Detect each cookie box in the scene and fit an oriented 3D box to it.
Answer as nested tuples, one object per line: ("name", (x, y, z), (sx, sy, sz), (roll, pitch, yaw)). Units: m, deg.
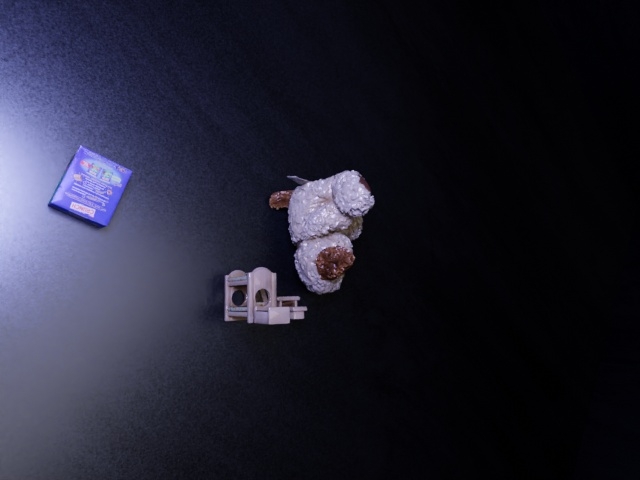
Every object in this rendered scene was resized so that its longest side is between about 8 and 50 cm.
("cookie box", (-0.385, -0.088, 0.765), (0.091, 0.040, 0.107), (29, 67, -31))

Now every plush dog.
("plush dog", (0.000, 0.000, 0.958), (0.210, 0.262, 0.226), (-2, 73, -4))

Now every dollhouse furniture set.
("dollhouse furniture set", (-0.076, 0.104, 0.884), (0.160, 0.181, 0.101), (4, 82, -36))
